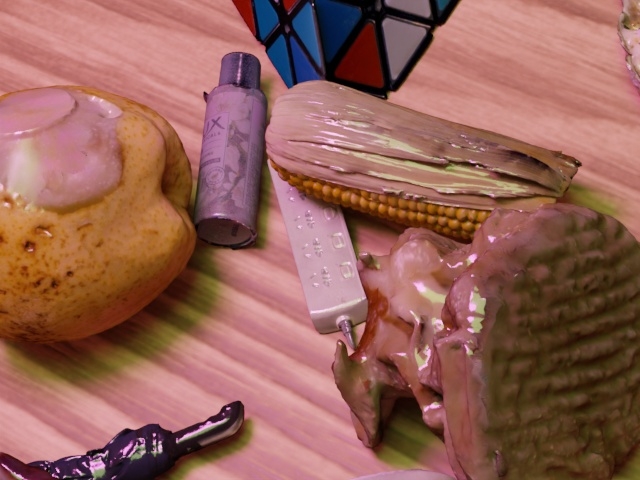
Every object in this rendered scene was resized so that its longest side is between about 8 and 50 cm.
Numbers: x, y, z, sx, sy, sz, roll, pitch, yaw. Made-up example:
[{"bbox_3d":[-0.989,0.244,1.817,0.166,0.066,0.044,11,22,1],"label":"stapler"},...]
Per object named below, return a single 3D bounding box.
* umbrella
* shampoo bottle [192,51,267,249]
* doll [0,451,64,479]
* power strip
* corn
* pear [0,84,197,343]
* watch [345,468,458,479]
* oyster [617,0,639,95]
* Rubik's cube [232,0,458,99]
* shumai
[{"bbox_3d":[-0.187,0.209,1.675,0.248,0.071,0.071,-21,57,3],"label":"umbrella"},{"bbox_3d":[-0.092,-0.097,1.836,0.072,0.072,0.214,-3,59,13],"label":"shampoo bottle"},{"bbox_3d":[-0.333,0.368,1.533,0.317,0.209,0.340,-21,59,5],"label":"doll"},{"bbox_3d":[0.000,0.000,1.776,0.060,0.027,0.253,-19,57,3],"label":"power strip"},{"bbox_3d":[0.098,-0.076,1.727,0.305,0.123,0.122,15,57,11],"label":"corn"},{"bbox_3d":[-0.253,-0.029,1.744,0.271,0.271,0.271,-7,58,11],"label":"pear"},{"bbox_3d":[0.027,0.309,1.463,0.244,0.231,0.196,-21,62,4],"label":"watch"},{"bbox_3d":[0.340,-0.212,1.814,0.106,0.061,0.200,8,58,39],"label":"oyster"},{"bbox_3d":[-0.009,-0.191,1.870,0.250,0.284,0.234,-10,77,38],"label":"Rubik's cube"},{"bbox_3d":[0.148,0.102,1.614,0.262,0.267,0.314,-2,23,48],"label":"shumai"}]
